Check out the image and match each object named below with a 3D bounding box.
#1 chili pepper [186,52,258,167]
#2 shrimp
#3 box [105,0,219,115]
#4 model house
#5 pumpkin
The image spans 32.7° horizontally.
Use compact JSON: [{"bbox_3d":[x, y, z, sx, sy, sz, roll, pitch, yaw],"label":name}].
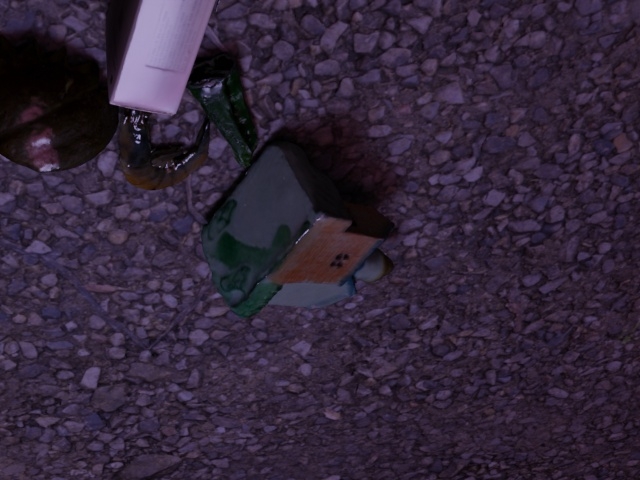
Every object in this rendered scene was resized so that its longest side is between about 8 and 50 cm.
[{"bbox_3d":[-0.147,-0.191,1.722,0.088,0.059,0.227,-15,141,2],"label":"chili pepper"},{"bbox_3d":[-0.249,-0.161,1.733,0.150,0.051,0.217,-10,142,-12],"label":"shrimp"},{"bbox_3d":[-0.208,-0.328,1.448,0.106,0.203,0.252,7,134,-21],"label":"box"},{"bbox_3d":[0.000,0.000,1.897,0.325,0.194,0.267,12,130,-44],"label":"model house"},{"bbox_3d":[-0.413,-0.195,1.580,0.254,0.149,0.130,3,143,-17],"label":"pumpkin"}]
